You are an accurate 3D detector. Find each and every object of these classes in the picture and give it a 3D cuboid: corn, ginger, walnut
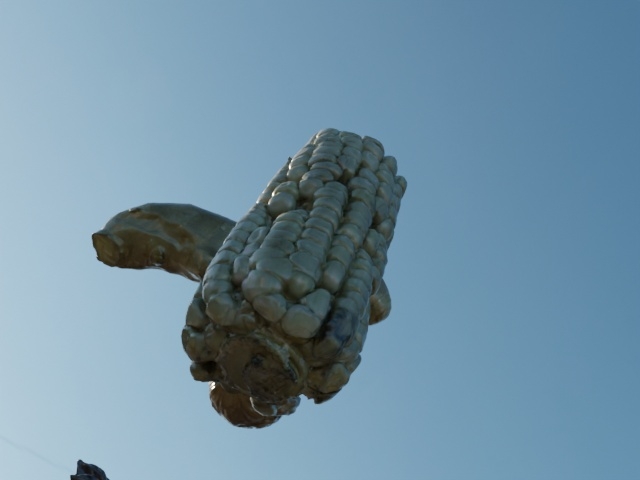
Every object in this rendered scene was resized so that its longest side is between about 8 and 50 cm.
[{"bbox_3d":[0.000,0.000,0.457,0.087,0.211,0.087,11,-51,14],"label":"corn"},{"bbox_3d":[-0.085,0.028,1.171,0.348,0.363,0.122,33,-65,15],"label":"ginger"},{"bbox_3d":[-0.108,0.256,1.514,0.155,0.155,0.184,4,-10,28],"label":"walnut"}]

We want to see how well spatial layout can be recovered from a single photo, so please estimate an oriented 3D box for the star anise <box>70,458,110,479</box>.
[{"bbox_3d":[-0.356,0.470,1.407,0.089,0.209,0.231,-13,-51,-3],"label":"star anise"}]
